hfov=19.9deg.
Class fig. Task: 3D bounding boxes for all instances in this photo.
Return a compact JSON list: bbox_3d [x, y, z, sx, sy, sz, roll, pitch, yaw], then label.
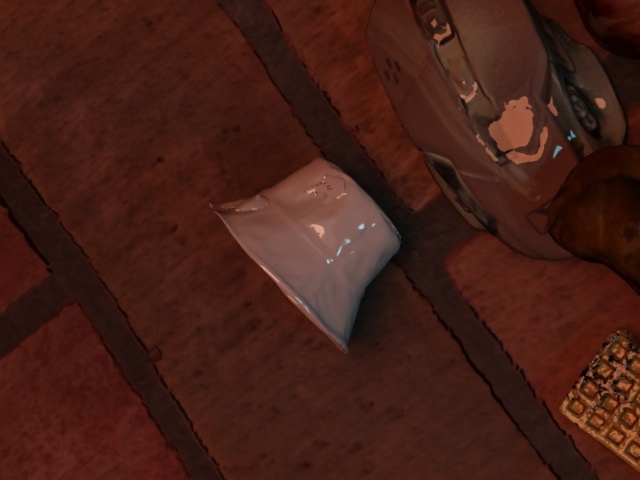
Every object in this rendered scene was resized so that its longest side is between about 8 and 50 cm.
[{"bbox_3d":[0.327,-0.263,1.634,0.231,0.143,0.160,-32,40,20],"label":"fig"}]

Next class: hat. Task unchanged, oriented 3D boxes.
[{"bbox_3d":[0.000,0.000,1.771,0.126,0.203,0.203,-41,72,-2],"label":"hat"}]

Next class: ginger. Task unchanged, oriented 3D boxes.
[{"bbox_3d":[0.350,0.037,1.599,0.172,0.165,0.321,-41,82,0],"label":"ginger"}]

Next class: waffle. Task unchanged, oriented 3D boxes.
[{"bbox_3d":[0.302,0.161,1.683,0.148,0.042,0.102,39,103,21],"label":"waffle"}]

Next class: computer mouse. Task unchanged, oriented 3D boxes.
[{"bbox_3d":[0.150,-0.155,1.728,0.199,0.115,0.389,-35,76,16],"label":"computer mouse"}]
